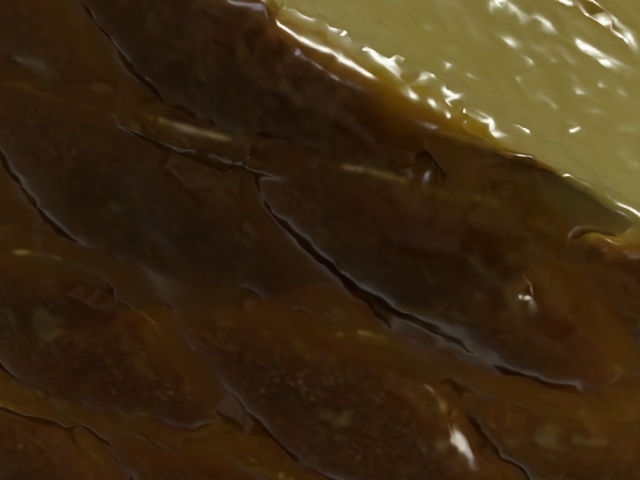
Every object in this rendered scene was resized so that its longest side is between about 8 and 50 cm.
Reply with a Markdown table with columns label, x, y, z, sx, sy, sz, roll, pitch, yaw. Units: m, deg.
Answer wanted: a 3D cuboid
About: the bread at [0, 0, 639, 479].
| label | x | y | z | sx | sy | sz | roll | pitch | yaw |
| --- | --- | --- | --- | --- | --- | --- | --- | --- | --- |
| bread | 0.000 | 0.000 | 0.577 | 0.279 | 0.279 | 0.207 | 31 | 41 | -3 |
